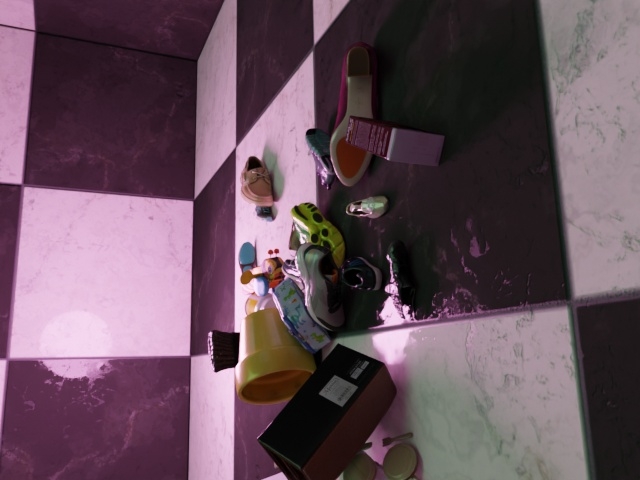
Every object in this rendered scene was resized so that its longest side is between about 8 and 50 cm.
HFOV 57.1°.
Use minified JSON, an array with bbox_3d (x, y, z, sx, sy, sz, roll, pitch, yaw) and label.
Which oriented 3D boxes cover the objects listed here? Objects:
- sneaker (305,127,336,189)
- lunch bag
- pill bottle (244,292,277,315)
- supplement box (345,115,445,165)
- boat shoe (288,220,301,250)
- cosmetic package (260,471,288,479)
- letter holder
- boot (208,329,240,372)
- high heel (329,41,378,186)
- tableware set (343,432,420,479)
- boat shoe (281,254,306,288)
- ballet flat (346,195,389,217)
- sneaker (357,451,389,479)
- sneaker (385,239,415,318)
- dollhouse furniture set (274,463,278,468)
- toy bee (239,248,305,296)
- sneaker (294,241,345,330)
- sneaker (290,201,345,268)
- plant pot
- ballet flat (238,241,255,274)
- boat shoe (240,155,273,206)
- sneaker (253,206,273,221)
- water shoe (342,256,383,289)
[{"bbox_3d":[-0.005,-0.257,1.835,0.223,0.083,0.098,-110,28,-42],"label":"sneaker"},{"bbox_3d":[-0.058,0.228,1.780,0.090,0.176,0.219,-36,36,1],"label":"lunch bag"},{"bbox_3d":[-0.193,0.250,2.140,0.208,0.119,0.119,178,96,-67],"label":"pill bottle"},{"bbox_3d":[0.166,-0.235,1.369,0.239,0.130,0.073,-142,58,-61],"label":"supplement box"},{"bbox_3d":[-0.072,-0.039,2.012,0.056,0.048,0.152,-164,85,-79],"label":"boat shoe"},{"bbox_3d":[-0.103,0.887,1.856,0.377,0.098,0.284,131,135,-54],"label":"cosmetic package"},{"bbox_3d":[0.040,0.437,1.379,0.152,0.302,0.214,15,141,44],"label":"letter holder"},{"bbox_3d":[-0.245,0.417,2.053,0.348,0.260,0.131,-148,64,-64],"label":"boot"},{"bbox_3d":[0.105,-0.345,1.616,0.181,0.127,0.376,-66,-15,-69],"label":"high heel"},{"bbox_3d":[0.139,0.520,1.335,0.194,0.039,0.128,-25,38,27],"label":"tableware set"},{"bbox_3d":[-0.049,0.093,1.860,0.254,0.095,0.079,-149,63,-63],"label":"boat shoe"},{"bbox_3d":[0.119,-0.084,1.550,0.168,0.053,0.057,166,107,-65],"label":"ballet flat"},{"bbox_3d":[0.145,0.556,1.383,0.212,0.080,0.094,47,117,51],"label":"sneaker"},{"bbox_3d":[0.191,0.089,1.364,0.089,0.051,0.170,-149,61,-64],"label":"sneaker"},{"bbox_3d":[-0.027,0.700,1.626,0.212,0.161,0.241,131,138,-54],"label":"dollhouse furniture set"},{"bbox_3d":[-0.168,0.110,2.055,0.299,0.195,0.162,-6,91,27],"label":"toy bee"},{"bbox_3d":[0.015,0.134,1.620,0.108,0.100,0.271,2,119,44],"label":"sneaker"},{"bbox_3d":[0.000,0.000,1.787,0.295,0.110,0.123,-119,11,-45],"label":"sneaker"},{"bbox_3d":[-0.154,0.354,1.850,0.254,0.254,0.238,119,143,-45],"label":"plant pot"},{"bbox_3d":[-0.307,0.115,2.500,0.079,0.077,0.221,95,167,-60],"label":"ballet flat"},{"bbox_3d":[-0.261,-0.241,2.372,0.341,0.122,0.110,-121,41,-55],"label":"boat shoe"},{"bbox_3d":[-0.229,-0.122,2.358,0.166,0.065,0.076,37,116,61],"label":"sneaker"},{"bbox_3d":[0.090,0.083,1.557,0.203,0.080,0.072,-166,81,-67],"label":"water shoe"}]
